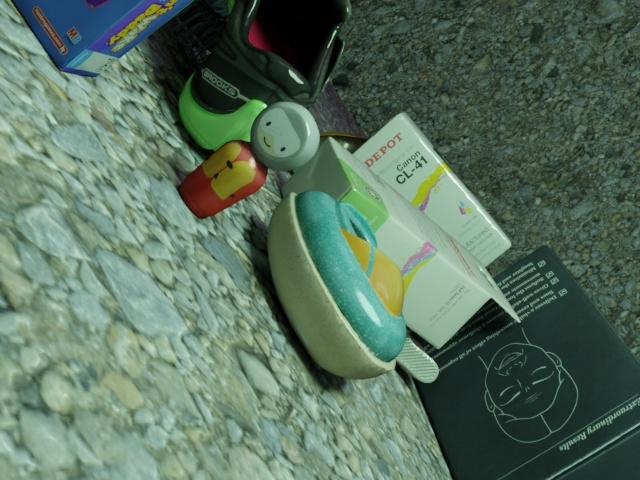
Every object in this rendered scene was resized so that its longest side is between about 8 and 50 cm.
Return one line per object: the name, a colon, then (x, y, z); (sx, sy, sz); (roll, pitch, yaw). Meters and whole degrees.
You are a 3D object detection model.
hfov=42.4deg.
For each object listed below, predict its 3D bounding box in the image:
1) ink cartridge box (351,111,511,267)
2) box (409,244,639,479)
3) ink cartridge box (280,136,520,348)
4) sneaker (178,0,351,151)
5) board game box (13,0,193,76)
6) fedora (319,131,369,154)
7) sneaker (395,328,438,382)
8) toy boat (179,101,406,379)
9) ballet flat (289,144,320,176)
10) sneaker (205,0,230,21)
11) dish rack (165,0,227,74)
ink cartridge box: (0.161, -0.046, 1.489); (0.306, 0.226, 0.131); (49, 12, -3)
box: (0.332, 0.248, 1.227); (0.212, 0.293, 0.395); (49, 12, -30)
ink cartridge box: (0.118, 0.021, 1.230); (0.353, 0.119, 0.207); (37, 16, -24)
sneaker: (-0.031, -0.295, 1.069); (0.185, 0.202, 0.483); (32, 46, -27)
board game box: (-0.223, -0.357, 0.727); (0.347, 0.233, 0.078); (56, 11, 0)
fedora: (0.043, -0.145, 1.623); (0.194, 0.194, 0.079); (38, 56, -60)
sneaker: (0.117, 0.156, 1.229); (0.134, 0.051, 0.070); (47, -5, -2)
toy boat: (0.000, 0.000, 0.878); (0.318, 0.148, 0.267); (49, 12, -36)
ballet flat: (-0.041, -0.160, 1.433); (0.206, 0.073, 0.067); (60, -4, 4)
sneaker: (-0.119, -0.349, 1.239); (0.283, 0.110, 0.122); (55, 29, 0)
dish rack: (-0.167, -0.295, 1.246); (0.208, 0.074, 0.272); (41, 18, -52)
